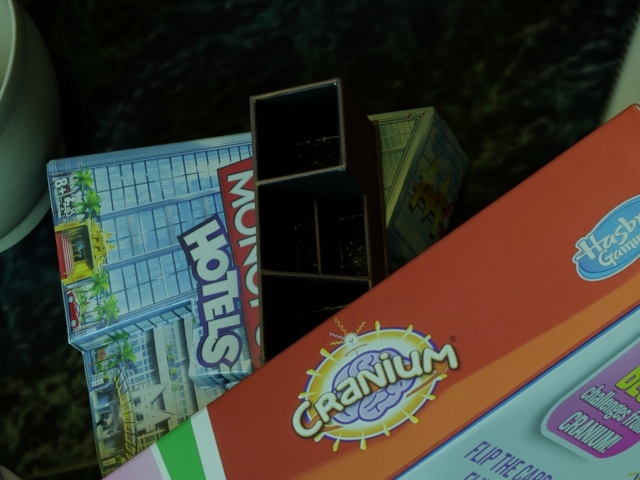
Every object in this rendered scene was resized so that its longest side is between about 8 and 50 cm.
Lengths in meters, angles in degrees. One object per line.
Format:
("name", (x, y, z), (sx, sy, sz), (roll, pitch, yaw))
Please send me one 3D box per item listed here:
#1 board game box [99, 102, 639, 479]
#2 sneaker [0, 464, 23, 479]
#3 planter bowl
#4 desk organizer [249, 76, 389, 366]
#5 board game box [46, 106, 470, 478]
("board game box", (0.032, 0.114, 0.722), (0.316, 0.242, 0.064), (-35, 58, 3))
("sneaker", (-0.131, 0.153, 0.864), (0.236, 0.104, 0.095), (12, 70, 50))
("planter bowl", (-0.194, -0.054, 0.972), (0.162, 0.109, 0.162), (-12, 60, 21))
("desk organizer", (0.000, 0.000, 0.831), (0.047, 0.050, 0.130), (-11, 65, 15))
("board game box", (-0.018, 0.024, 0.892), (0.194, 0.060, 0.194), (-20, 60, 14))
